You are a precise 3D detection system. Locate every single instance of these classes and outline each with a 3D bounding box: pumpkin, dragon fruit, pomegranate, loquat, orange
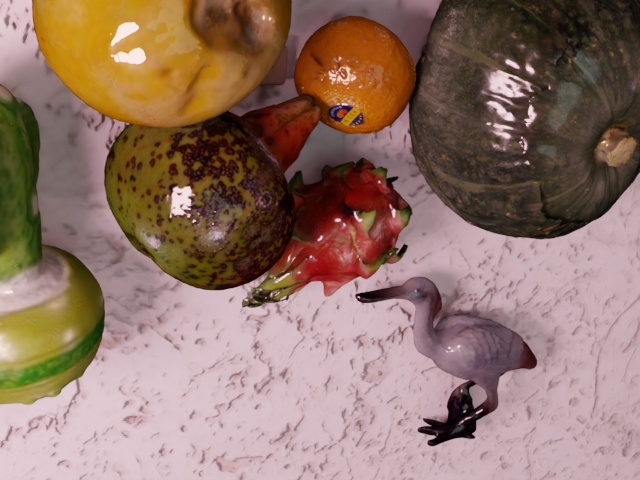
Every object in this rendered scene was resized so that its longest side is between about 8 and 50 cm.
[{"bbox_3d":[0.253,-0.164,1.256,0.292,0.257,0.327,-19,131,-32],"label":"pumpkin"},{"bbox_3d":[0.000,-0.002,1.284,0.236,0.135,0.137,-28,127,-8],"label":"dragon fruit"},{"bbox_3d":[-0.097,-0.069,1.162,0.248,0.214,0.214,-38,125,-12],"label":"pomegranate"},{"bbox_3d":[-0.153,-0.218,1.034,0.244,0.244,0.243,-11,119,-21],"label":"loquat"},{"bbox_3d":[0.039,-0.186,1.217,0.136,0.136,0.117,27,67,-34],"label":"orange"}]

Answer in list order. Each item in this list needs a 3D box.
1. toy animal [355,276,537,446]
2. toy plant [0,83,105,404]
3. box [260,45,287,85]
[{"bbox_3d":[0.188,0.146,1.475,0.195,0.090,0.324,-31,126,-9],"label":"toy animal"},{"bbox_3d":[-0.315,-0.012,1.085,0.185,0.224,0.315,2,123,2],"label":"toy plant"},{"bbox_3d":[-0.092,-0.194,1.208,0.115,0.025,0.048,-6,112,-24],"label":"box"}]
